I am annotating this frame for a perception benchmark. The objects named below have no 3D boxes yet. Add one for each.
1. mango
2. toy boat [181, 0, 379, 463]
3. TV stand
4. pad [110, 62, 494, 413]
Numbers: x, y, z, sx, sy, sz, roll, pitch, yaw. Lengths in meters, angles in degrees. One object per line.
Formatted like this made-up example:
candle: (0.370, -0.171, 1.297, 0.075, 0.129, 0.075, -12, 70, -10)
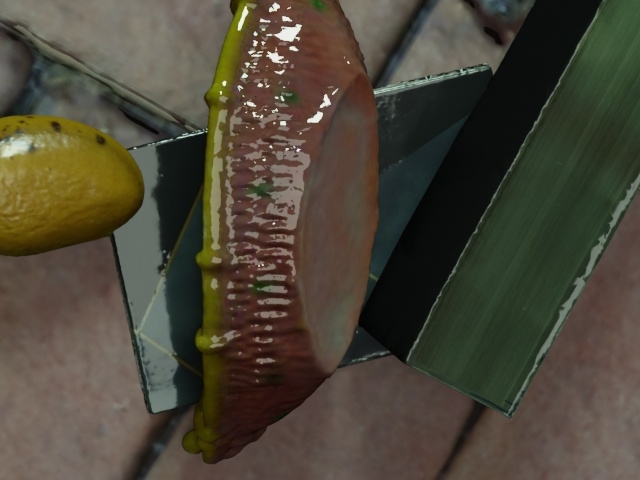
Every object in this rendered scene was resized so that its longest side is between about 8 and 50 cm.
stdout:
mango: (-0.154, -0.030, 1.024, 0.114, 0.057, 0.078, 3, 97, -16)
toy boat: (-0.022, -0.020, 1.034, 0.141, 0.099, 0.317, -8, 109, -53)
TV stand: (0.128, -0.043, 1.062, 0.083, 0.088, 0.269, 29, 93, -20)
pad: (0.000, 0.000, 1.092, 0.243, 0.004, 0.163, -14, 105, -9)
